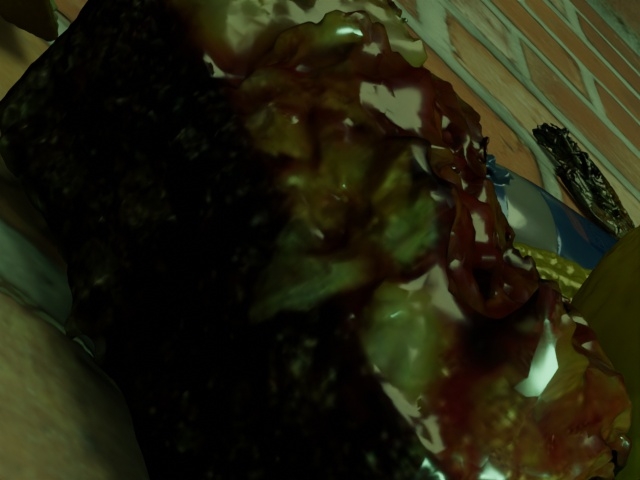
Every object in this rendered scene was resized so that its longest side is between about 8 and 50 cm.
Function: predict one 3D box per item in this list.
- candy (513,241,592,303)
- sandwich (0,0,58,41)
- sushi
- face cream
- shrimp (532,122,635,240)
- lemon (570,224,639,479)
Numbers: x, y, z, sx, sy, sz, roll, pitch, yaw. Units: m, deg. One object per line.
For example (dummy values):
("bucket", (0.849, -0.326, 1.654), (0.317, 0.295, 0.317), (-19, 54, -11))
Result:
("candy", (0.160, 0.061, 0.945), (0.199, 0.106, 0.094), (35, 42, -22))
("sandwich", (-0.194, -0.211, 0.684), (0.236, 0.128, 0.122), (35, 31, -30))
("sushi", (0.000, 0.000, 0.615), (0.196, 0.182, 0.343), (30, 29, -56))
("face cream", (0.167, 0.014, 1.061), (0.264, 0.083, 0.149), (29, 14, -42))
("shrimp", (0.280, -0.064, 1.511), (0.161, 0.034, 0.091), (53, 21, 10))
("lemon", (0.285, 0.109, 0.742), (0.350, 0.350, 0.387), (46, 33, -7))
